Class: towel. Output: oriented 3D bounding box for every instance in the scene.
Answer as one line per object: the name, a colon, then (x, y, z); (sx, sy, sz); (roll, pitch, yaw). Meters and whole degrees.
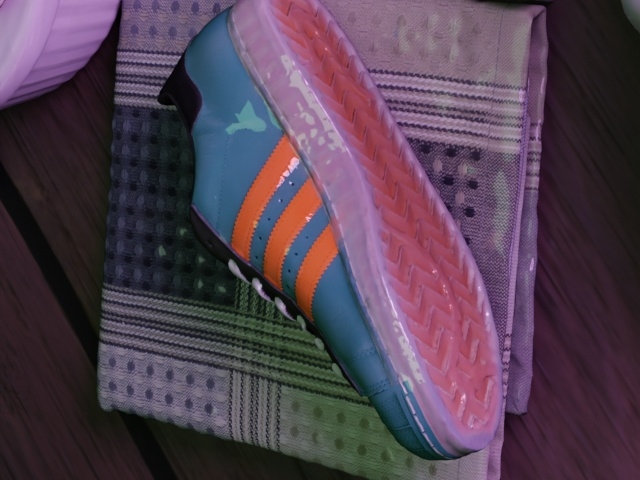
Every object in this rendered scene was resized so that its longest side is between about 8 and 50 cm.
towel: (-0.007, -0.006, 0.883); (0.324, 0.056, 0.312); (10, 100, 31)

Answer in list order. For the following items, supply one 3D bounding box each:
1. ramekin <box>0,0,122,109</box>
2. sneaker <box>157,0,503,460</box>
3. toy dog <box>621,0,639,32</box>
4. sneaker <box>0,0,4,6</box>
ramekin: (-0.252, -0.212, 0.942); (0.273, 0.127, 0.273); (6, 101, 30)
sneaker: (0.000, 0.000, 0.790); (0.121, 0.108, 0.302); (-35, 68, 30)
toy dog: (0.221, -0.228, 0.598); (0.220, 0.334, 0.161); (62, 165, -17)
sneaker: (-0.258, -0.207, 0.832); (0.175, 0.067, 0.064); (46, 119, 18)
